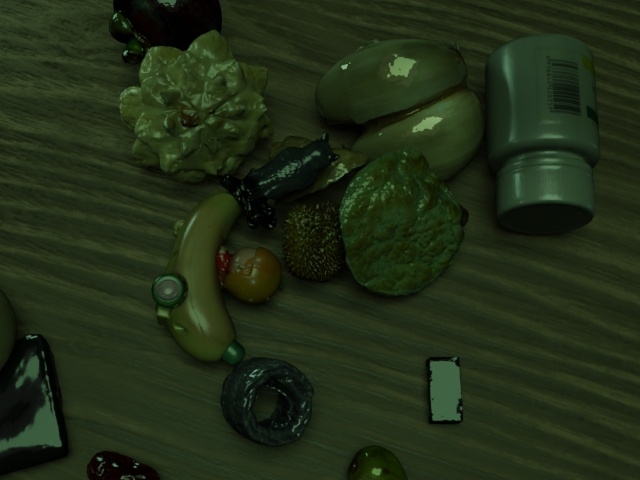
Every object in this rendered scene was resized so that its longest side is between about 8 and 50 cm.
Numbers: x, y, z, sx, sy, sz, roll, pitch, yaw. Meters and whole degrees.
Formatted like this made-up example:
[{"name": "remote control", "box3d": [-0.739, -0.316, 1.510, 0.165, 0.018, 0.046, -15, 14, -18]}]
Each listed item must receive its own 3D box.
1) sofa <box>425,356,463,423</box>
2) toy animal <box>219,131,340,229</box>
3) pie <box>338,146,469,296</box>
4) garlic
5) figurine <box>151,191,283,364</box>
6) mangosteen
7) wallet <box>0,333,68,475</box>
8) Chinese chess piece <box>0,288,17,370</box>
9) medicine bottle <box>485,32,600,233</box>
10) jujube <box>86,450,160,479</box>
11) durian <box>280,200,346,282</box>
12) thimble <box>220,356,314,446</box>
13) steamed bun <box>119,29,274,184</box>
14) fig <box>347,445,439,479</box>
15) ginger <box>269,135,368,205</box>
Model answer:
[{"name": "sofa", "box3d": [0.223, 0.271, 1.499, 0.060, 0.039, 0.117, 1, 71, -5]}, {"name": "toy animal", "box3d": [-0.073, -0.125, 1.483, 0.210, 0.117, 0.121, -39, 69, 17]}, {"name": "pie", "box3d": [0.143, -0.024, 1.504, 0.257, 0.105, 0.274, -51, 124, -13]}, {"name": "garlic", "box3d": [0.165, -0.258, 1.606, 0.313, 0.286, 0.249, -16, 29, -14]}, {"name": "figurine", "box3d": [-0.177, 0.061, 1.504, 0.222, 0.124, 0.324, 12, 67, 0]}, {"name": "mangosteen", "box3d": [-0.298, -0.428, 1.614, 0.216, 0.216, 0.216, 1, 71, -3]}, {"name": "wallet", "box3d": [-0.653, 0.318, 1.419, 0.406, 0.062, 0.228, -15, 72, -8]}, {"name": "Chinese chess piece", "box3d": [-0.647, 0.161, 1.409, 0.250, 0.103, 0.249, -3, 48, 3]}, {"name": "medicine bottle", "box3d": [0.422, -0.198, 1.580, 0.208, 0.208, 0.339, 3, 72, -2]}, {"name": "jujube", "box3d": [-0.335, 0.402, 1.402, 0.129, 0.077, 0.077, 23, 71, 12]}, {"name": "durian", "box3d": [0.000, 0.000, 1.521, 0.158, 0.168, 0.137, -13, 34, -22]}, {"name": "thimble", "box3d": [-0.092, 0.274, 1.423, 0.150, 0.098, 0.150, 0, 89, -30]}, {"name": "steamed bun", "box3d": [-0.217, -0.242, 1.538, 0.296, 0.137, 0.292, 19, 96, -17]}, {"name": "fig", "box3d": [0.130, 0.411, 1.420, 0.166, 0.093, 0.093, 21, 71, 3]}, {"name": "ginger", "box3d": [-0.009, -0.154, 1.573, 0.193, 0.115, 0.122, -21, 89, 11]}]
